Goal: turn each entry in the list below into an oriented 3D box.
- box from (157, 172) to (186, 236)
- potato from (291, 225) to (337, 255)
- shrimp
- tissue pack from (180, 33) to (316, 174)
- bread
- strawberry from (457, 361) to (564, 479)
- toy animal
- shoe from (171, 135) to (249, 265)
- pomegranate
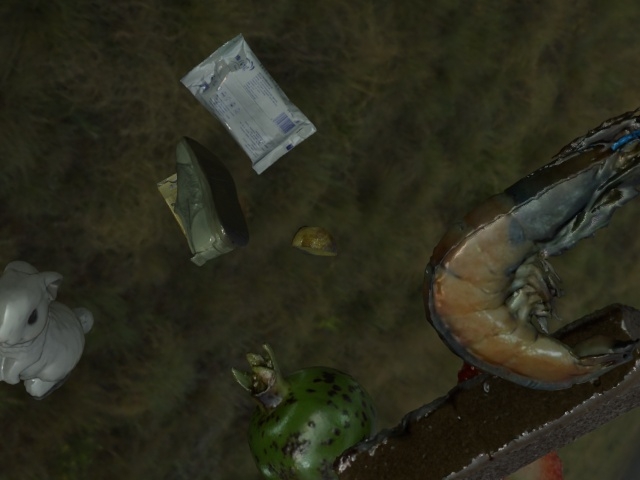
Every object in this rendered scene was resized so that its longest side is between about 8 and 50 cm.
[{"bbox_3d":[-0.259,-0.064,1.880,0.073,0.149,0.020,-30,-177,-15],"label":"box"},{"bbox_3d":[0.000,0.000,2.212,0.096,0.103,0.066,21,77,-55],"label":"potato"},{"bbox_3d":[0.242,0.022,0.870,0.290,0.222,0.054,-43,-166,9],"label":"shrimp"},{"bbox_3d":[-0.112,-0.211,1.467,0.122,0.193,0.026,-35,-169,18],"label":"tissue pack"},{"bbox_3d":[0.223,0.213,1.139,0.416,0.113,0.165,-34,154,23],"label":"bread"},{"bbox_3d":[0.269,0.294,1.467,0.233,0.137,0.306,32,45,-37],"label":"strawberry"},{"bbox_3d":[-0.575,0.165,1.884,0.258,0.194,0.357,-55,171,-30],"label":"toy animal"},{"bbox_3d":[-0.210,-0.074,1.662,0.098,0.275,0.103,-35,137,16],"label":"shoe"},{"bbox_3d":[-0.030,0.274,1.439,0.211,0.263,0.211,-40,-161,17],"label":"pomegranate"}]
